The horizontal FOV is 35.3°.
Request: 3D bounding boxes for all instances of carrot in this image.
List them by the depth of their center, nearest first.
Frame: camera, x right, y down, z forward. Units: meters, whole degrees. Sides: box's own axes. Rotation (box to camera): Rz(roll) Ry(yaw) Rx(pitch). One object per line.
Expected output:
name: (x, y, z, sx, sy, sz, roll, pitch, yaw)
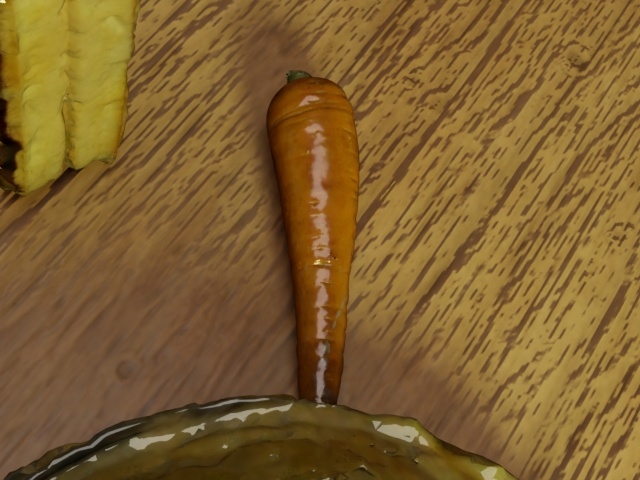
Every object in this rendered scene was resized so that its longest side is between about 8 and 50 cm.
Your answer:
carrot: (0.000, 0.000, 0.643, 0.061, 0.061, 0.257, 0, 68, -12)

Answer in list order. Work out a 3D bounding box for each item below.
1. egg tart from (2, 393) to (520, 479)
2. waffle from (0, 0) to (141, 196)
egg tart: (-0.012, 0.265, 0.449, 0.443, 0.178, 0.443, 4, 65, -9)
waffle: (-0.225, -0.194, 0.594, 0.091, 0.213, 0.308, -30, 74, -25)
